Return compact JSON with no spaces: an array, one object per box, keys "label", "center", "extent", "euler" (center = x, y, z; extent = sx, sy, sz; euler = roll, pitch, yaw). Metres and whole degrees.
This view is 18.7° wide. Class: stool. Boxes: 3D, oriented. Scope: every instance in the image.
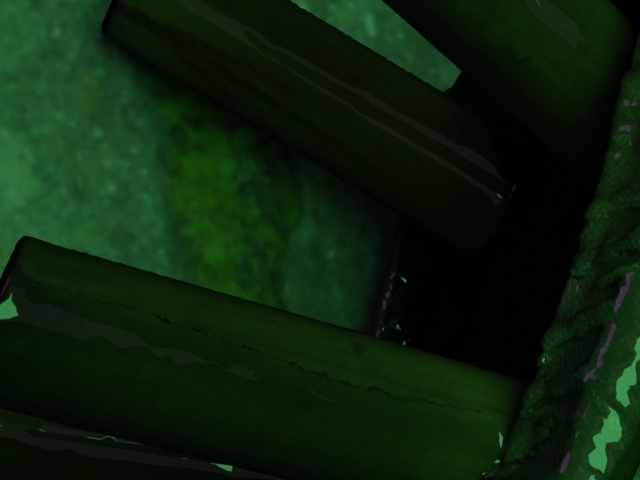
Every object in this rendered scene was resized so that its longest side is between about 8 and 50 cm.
[{"label":"stool","center":[0.000,0.000,0.756],"extent":[0.226,0.310,0.310],"euler":[25,71,-8]}]
